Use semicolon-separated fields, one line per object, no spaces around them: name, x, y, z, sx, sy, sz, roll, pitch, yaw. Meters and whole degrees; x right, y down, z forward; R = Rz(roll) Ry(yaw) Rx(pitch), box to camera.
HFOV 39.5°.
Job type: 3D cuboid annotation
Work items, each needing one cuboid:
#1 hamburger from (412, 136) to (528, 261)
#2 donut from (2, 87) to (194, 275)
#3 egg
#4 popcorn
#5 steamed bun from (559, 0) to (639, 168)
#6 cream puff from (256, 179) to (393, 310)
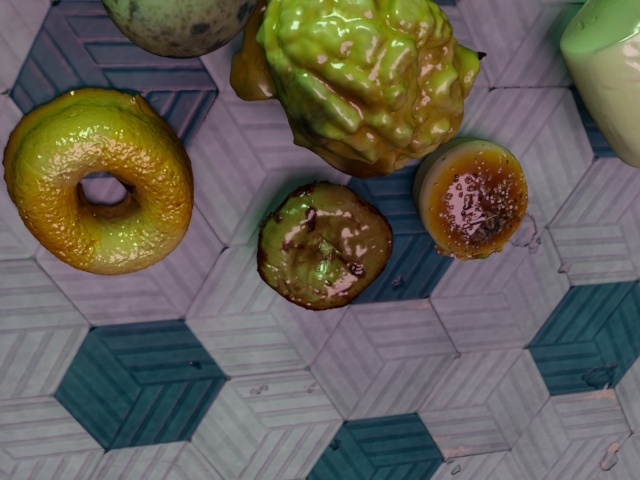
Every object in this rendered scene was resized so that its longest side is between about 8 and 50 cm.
hamburger;0.166;-0.042;0.970;0.127;0.081;0.141;-12;120;-11
donut;-0.206;-0.046;0.852;0.174;0.074;0.190;-22;123;-6
egg;-0.111;-0.241;0.736;0.141;0.141;0.181;13;105;-24
popcorn;0.032;-0.158;0.798;0.169;0.189;0.218;-51;142;-10
steamed bun;0.371;-0.211;0.901;0.250;0.154;0.200;-35;120;9
cream puff;0.000;0.000;0.940;0.149;0.084;0.149;-7;116;-16
